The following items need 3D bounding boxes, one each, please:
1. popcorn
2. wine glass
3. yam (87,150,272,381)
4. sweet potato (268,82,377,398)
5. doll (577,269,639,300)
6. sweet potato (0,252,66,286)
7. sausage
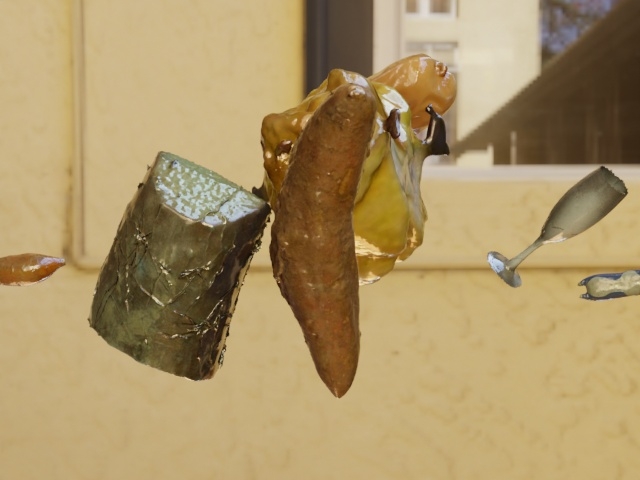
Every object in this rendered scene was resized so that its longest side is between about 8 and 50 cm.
[{"bbox_3d":[0.026,-0.093,1.667,0.316,0.281,0.297,40,40,-52],"label":"popcorn"},{"bbox_3d":[0.307,-0.020,1.595,0.198,0.066,0.066,-44,-150,29],"label":"wine glass"},{"bbox_3d":[-0.183,0.034,1.639,0.201,0.202,0.271,-85,-161,-80],"label":"yam"},{"bbox_3d":[-0.003,-0.003,1.282,0.092,0.114,0.342,-18,119,-47],"label":"sweet potato"},{"bbox_3d":[0.394,0.055,1.580,0.027,0.125,0.037,29,52,-79],"label":"doll"},{"bbox_3d":[-0.295,0.030,1.195,0.034,0.095,0.034,-9,90,-85],"label":"sweet potato"},{"bbox_3d":[0.120,-0.224,2.078,0.136,0.241,0.120,20,41,-59],"label":"sausage"}]
